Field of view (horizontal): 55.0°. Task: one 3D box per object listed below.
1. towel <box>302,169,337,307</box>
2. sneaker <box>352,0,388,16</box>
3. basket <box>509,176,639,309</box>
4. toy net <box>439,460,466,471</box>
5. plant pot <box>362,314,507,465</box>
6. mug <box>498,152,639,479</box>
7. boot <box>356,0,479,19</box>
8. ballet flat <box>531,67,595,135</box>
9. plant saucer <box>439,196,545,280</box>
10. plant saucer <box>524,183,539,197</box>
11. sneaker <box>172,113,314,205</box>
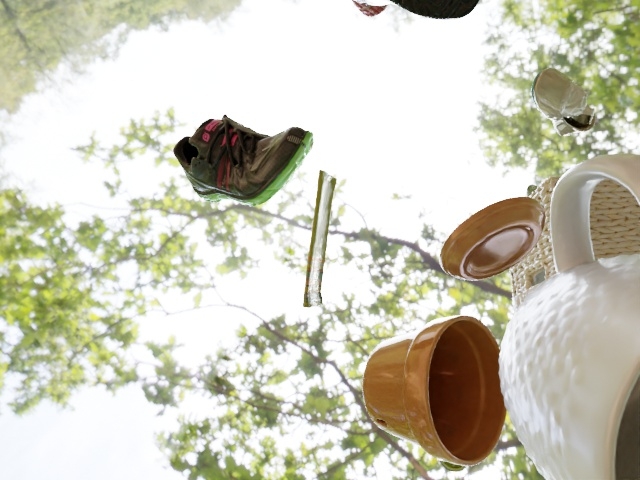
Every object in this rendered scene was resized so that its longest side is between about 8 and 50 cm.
[{"bbox_3d":[0.000,0.000,1.074,0.021,0.237,0.102,7,179,10],"label":"towel"},{"bbox_3d":[0.165,-0.634,1.404,0.112,0.121,0.299,-45,-178,-34],"label":"sneaker"},{"bbox_3d":[0.654,0.012,1.493,0.332,0.328,0.266,-5,-107,-7],"label":"basket"},{"bbox_3d":[0.273,0.414,1.415,0.122,0.045,0.232,-32,-120,-14],"label":"toy net"},{"bbox_3d":[0.226,0.304,1.279,0.204,0.290,0.291,-10,-150,45],"label":"plant pot"},{"bbox_3d":[0.311,0.100,0.595,0.277,0.373,0.328,-14,-176,-3],"label":"mug"},{"bbox_3d":[0.112,-0.384,0.892,0.247,0.094,0.207,18,-160,7],"label":"boot"},{"bbox_3d":[0.466,-0.255,1.149,0.086,0.086,0.248,3,175,33],"label":"ballet flat"},{"bbox_3d":[0.302,0.006,1.059,0.200,0.200,0.037,-23,-124,-3],"label":"plant saucer"},{"bbox_3d":[0.668,-0.058,1.787,0.037,0.241,0.241,-41,-160,32],"label":"plant saucer"},{"bbox_3d":[-0.211,-0.203,1.499,0.483,0.202,0.185,-4,-134,46],"label":"sneaker"}]
